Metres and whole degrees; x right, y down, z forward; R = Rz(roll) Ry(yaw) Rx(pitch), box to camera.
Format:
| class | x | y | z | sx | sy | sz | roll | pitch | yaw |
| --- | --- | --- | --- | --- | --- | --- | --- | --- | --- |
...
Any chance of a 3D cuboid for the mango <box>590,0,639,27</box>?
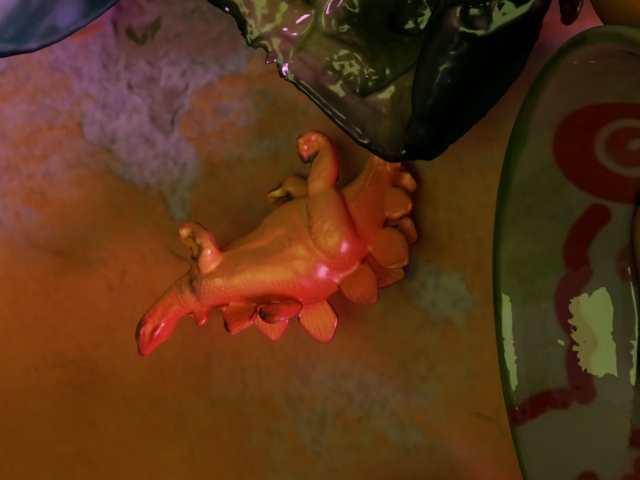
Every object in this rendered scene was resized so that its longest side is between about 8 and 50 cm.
| class | x | y | z | sx | sy | sz | roll | pitch | yaw |
| --- | --- | --- | --- | --- | --- | --- | --- | --- | --- |
| mango | 0.258 | -0.167 | 0.735 | 0.251 | 0.114 | 0.156 | -10 | 93 | 16 |

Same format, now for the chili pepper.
| class | x | y | z | sx | sy | sz | roll | pitch | yaw |
| --- | --- | --- | --- | --- | --- | --- | --- | --- | --- |
| chili pepper | 0.017 | -0.165 | 0.854 | 0.264 | 0.116 | 0.148 | 41 | 117 | 18 |

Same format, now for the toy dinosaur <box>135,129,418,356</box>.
| class | x | y | z | sx | sy | sz | roll | pitch | yaw |
| --- | --- | --- | --- | --- | --- | --- | --- | --- | --- |
| toy dinosaur | 0.000 | 0.000 | 0.899 | 0.288 | 0.070 | 0.117 | -36 | 69 | 11 |

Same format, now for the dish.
| class | x | y | z | sx | sy | sz | roll | pitch | yaw |
| --- | --- | --- | --- | --- | --- | --- | --- | --- | --- |
| dish | 0.203 | 0.051 | 0.725 | 0.124 | 0.324 | 0.324 | -5 | 95 | -14 |

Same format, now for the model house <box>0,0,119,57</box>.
| class | x | y | z | sx | sy | sz | roll | pitch | yaw |
| --- | --- | --- | --- | --- | --- | --- | --- | --- | --- |
| model house | -0.242 | -0.327 | 0.904 | 0.329 | 0.252 | 0.295 | 46 | 114 | 23 |

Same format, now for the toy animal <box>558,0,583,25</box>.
| class | x | y | z | sx | sy | sz | roll | pitch | yaw |
| --- | --- | --- | --- | --- | --- | --- | --- | --- | --- |
| toy animal | 0.118 | -0.191 | 0.759 | 0.070 | 0.105 | 0.202 | -4 | 52 | -6 |
